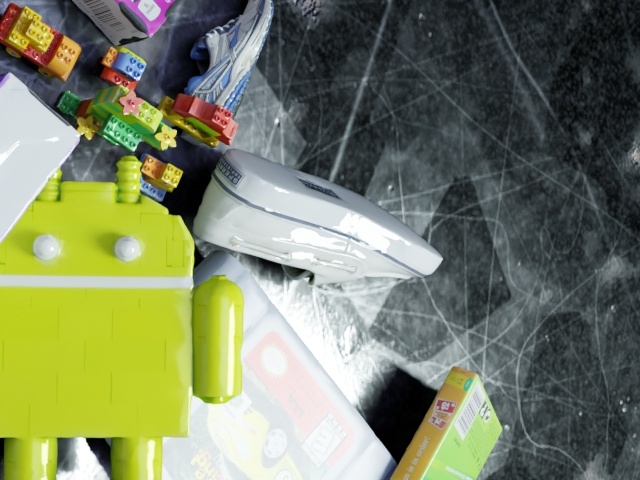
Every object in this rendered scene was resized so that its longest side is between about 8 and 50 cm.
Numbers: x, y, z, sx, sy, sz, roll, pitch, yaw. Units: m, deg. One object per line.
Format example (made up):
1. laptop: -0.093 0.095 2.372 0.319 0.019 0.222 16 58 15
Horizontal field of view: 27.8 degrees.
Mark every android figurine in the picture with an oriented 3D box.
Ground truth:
1. android figurine: -0.183 0.068 1.017 0.248 0.056 0.272 3 90 -8

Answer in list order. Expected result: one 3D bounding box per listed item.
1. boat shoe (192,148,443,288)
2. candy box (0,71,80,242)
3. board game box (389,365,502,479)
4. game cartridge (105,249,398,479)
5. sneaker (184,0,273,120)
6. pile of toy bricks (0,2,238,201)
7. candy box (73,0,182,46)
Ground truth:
1. boat shoe: 0.000 0.000 1.171 0.267 0.096 0.088 18 109 -46
2. candy box: -0.277 -0.025 0.910 0.070 0.196 0.165 44 66 -25
3. board game box: 0.093 0.257 1.230 0.259 0.039 0.124 -60 148 -22
4. game cartridge: -0.066 0.180 1.143 0.196 0.060 0.294 -46 114 -22
5. sneaker: -0.081 -0.171 1.136 0.058 0.052 0.135 22 59 -5
6. pile of toy bricks: -0.165 -0.103 1.044 0.212 0.105 0.118 31 72 -30
7. candy box: -0.184 -0.298 1.056 0.233 0.071 0.159 46 66 -24
